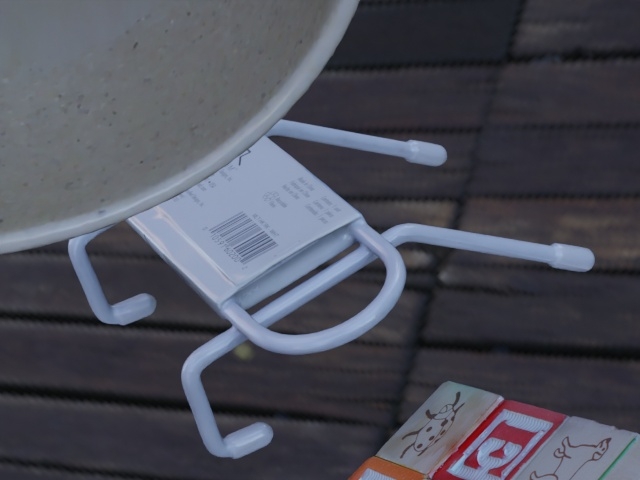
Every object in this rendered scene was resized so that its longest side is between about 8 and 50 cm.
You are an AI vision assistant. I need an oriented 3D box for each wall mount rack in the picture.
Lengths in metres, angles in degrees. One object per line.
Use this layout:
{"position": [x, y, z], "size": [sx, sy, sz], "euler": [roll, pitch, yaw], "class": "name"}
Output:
{"position": [0.000, 0.000, 1.347], "size": [0.304, 0.130, 0.350], "euler": [-30, 36, -14], "class": "wall mount rack"}

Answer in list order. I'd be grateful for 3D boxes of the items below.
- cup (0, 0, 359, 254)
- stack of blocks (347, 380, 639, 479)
{"position": [-0.157, -0.187, 0.728], "size": [0.331, 0.331, 0.237], "euler": [-28, 46, 20], "class": "cup"}
{"position": [0.010, 0.190, 0.629], "size": [0.297, 0.087, 0.171], "euler": [-45, 22, -15], "class": "stack of blocks"}
